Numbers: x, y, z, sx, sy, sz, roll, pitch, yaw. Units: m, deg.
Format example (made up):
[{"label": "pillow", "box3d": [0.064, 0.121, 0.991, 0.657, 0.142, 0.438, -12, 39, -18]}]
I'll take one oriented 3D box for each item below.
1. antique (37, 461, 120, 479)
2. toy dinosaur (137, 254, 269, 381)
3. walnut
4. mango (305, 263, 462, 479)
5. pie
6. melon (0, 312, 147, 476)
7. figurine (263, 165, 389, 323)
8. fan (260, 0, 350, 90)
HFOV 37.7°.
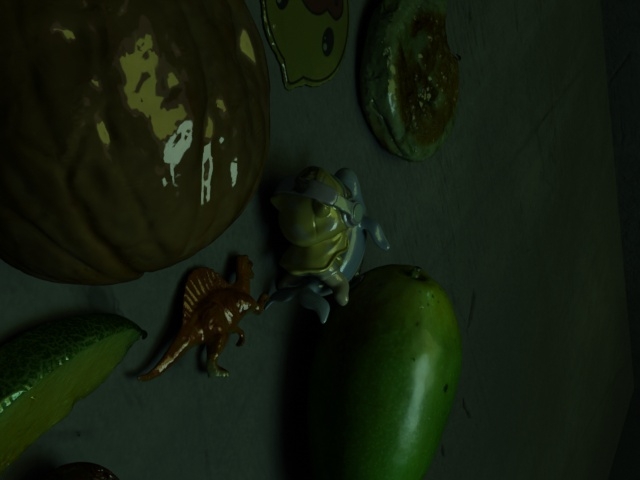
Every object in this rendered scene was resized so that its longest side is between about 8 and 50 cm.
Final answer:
[{"label": "antique", "box3d": [-0.221, 0.249, 0.853, 0.104, 0.104, 0.104, -13, 105, -59]}, {"label": "toy dinosaur", "box3d": [-0.123, 0.084, 1.051, 0.212, 0.057, 0.142, 6, 77, -62]}, {"label": "walnut", "box3d": [-0.175, -0.121, 0.731, 0.277, 0.252, 0.312, -27, 108, -56]}, {"label": "mango", "box3d": [0.078, 0.218, 1.270, 0.201, 0.225, 0.381, 9, 92, -20]}, {"label": "pie", "box3d": [0.146, -0.266, 1.466, 0.302, 0.067, 0.302, -11, 103, -59]}, {"label": "melon", "box3d": [-0.237, 0.130, 0.861, 0.262, 0.053, 0.114, -33, 130, -54]}, {"label": "figurine", "box3d": [0.000, 0.000, 1.188, 0.184, 0.128, 0.208, 47, 58, -50]}, {"label": "fan", "box3d": [-0.006, -0.353, 1.238, 0.229, 0.011, 0.334, 33, 65, -57]}]
